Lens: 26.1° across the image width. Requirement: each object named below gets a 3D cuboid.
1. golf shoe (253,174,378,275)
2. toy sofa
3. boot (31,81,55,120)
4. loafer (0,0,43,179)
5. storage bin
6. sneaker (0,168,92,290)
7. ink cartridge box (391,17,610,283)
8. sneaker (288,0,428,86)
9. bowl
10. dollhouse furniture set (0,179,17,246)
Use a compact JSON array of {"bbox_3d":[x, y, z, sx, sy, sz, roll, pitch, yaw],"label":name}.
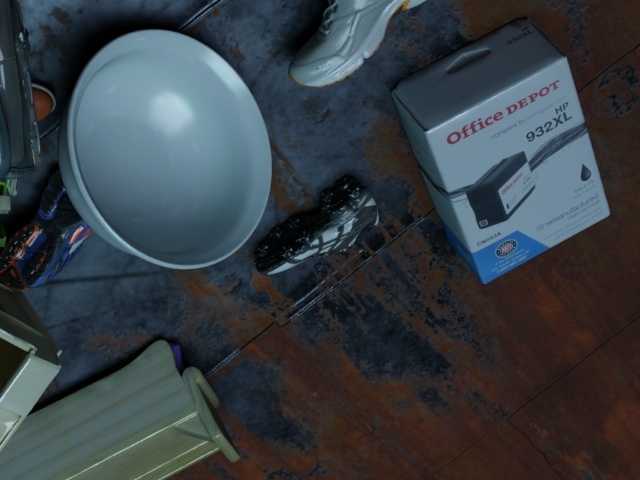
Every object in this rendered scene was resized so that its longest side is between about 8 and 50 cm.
[{"bbox_3d":[0.000,0.000,1.973,0.198,0.077,0.094,-35,131,4],"label":"golf shoe"},{"bbox_3d":[-0.316,0.309,2.027,0.362,0.177,0.150,-28,155,-4],"label":"toy sofa"},{"bbox_3d":[-0.395,-0.150,1.681,0.158,0.084,0.059,-10,125,-20],"label":"boot"},{"bbox_3d":[-0.376,-0.203,1.615,0.084,0.096,0.268,-9,98,-48],"label":"loafer"},{"bbox_3d":[-0.478,0.171,1.740,0.123,0.260,0.262,32,98,-42],"label":"storage bin"},{"bbox_3d":[-0.332,-0.028,1.809,0.221,0.083,0.087,-48,169,0],"label":"sneaker"},{"bbox_3d":[0.261,-0.124,1.967,0.223,0.129,0.307,-28,130,-3],"label":"ink cartridge box"},{"bbox_3d":[0.043,-0.313,1.766,0.262,0.099,0.121,-44,122,0],"label":"sneaker"},{"bbox_3d":[-0.216,-0.102,1.724,0.298,0.298,0.134,23,156,-35],"label":"bowl"},{"bbox_3d":[-0.417,-0.066,1.736,0.058,0.076,0.152,3,123,-24],"label":"dollhouse furniture set"}]
